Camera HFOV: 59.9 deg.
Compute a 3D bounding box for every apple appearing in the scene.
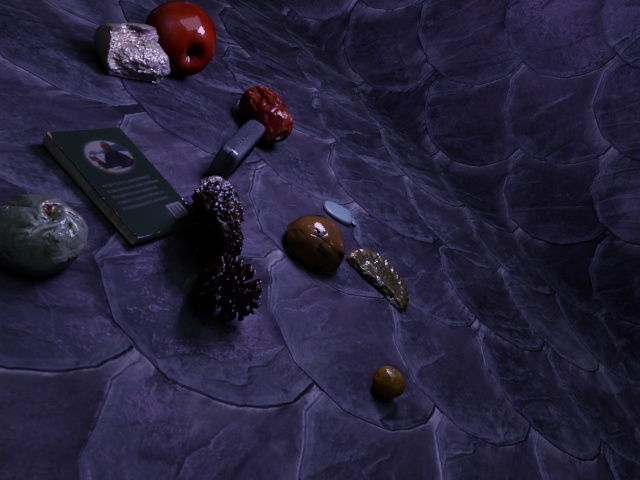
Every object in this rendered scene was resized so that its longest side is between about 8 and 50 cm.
[{"bbox_3d":[-0.512,-0.736,2.042,0.260,0.260,0.216,0,46,-50],"label":"apple"}]

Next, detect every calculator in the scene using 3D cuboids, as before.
[{"bbox_3d":[0.077,-0.102,2.123,0.153,0.021,0.095,26,33,-20],"label":"calculator"}]

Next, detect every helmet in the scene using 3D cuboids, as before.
[{"bbox_3d":[0.000,0.000,1.793,0.224,0.130,0.198,31,34,-20],"label":"helmet"}]

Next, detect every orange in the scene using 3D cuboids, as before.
[{"bbox_3d":[0.190,0.394,1.540,0.095,0.085,0.085,35,30,-22],"label":"orange"}]

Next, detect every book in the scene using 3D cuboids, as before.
[{"bbox_3d":[-0.519,-0.156,1.481,0.371,0.043,0.260,47,28,8],"label":"book"}]

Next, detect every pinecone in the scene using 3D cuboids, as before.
[{"bbox_3d":[-0.217,0.121,1.360,0.165,0.163,0.163,41,28,-23],"label":"pinecone"}]

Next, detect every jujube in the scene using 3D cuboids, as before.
[{"bbox_3d":[-0.212,-0.483,2.137,0.174,0.174,0.250,-1,54,-50],"label":"jujube"}]

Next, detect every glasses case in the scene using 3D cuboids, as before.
[{"bbox_3d":[-0.277,-0.306,1.865,0.074,0.131,0.323,36,30,-8],"label":"glasses case"}]

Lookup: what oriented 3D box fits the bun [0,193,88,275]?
[{"bbox_3d":[-0.584,-0.022,1.151,0.195,0.118,0.195,28,36,-23],"label":"bun"}]

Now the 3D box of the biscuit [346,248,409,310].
[{"bbox_3d":[0.222,0.118,1.987,0.273,0.036,0.187,42,30,1],"label":"biscuit"}]

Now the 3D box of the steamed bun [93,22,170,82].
[{"bbox_3d":[-0.630,-0.640,1.857,0.200,0.170,0.225,52,32,8],"label":"steamed bun"}]

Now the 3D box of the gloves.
[{"bbox_3d":[-0.275,-0.057,1.498,0.135,0.210,0.312,-6,15,-7],"label":"gloves"}]
